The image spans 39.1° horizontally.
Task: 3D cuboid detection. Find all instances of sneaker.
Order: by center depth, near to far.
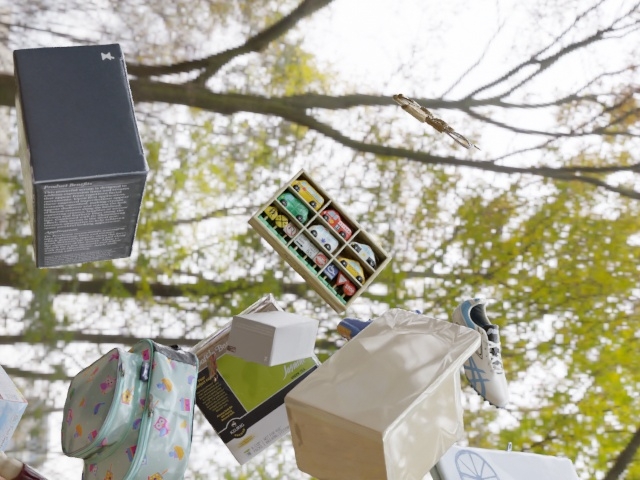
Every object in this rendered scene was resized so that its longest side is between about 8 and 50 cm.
[{"bbox_3d":[0.335,0.226,1.839,0.086,0.085,0.237,-42,-126,41],"label":"sneaker"},{"bbox_3d":[0.187,0.221,2.136,0.296,0.112,0.131,16,-108,23],"label":"sneaker"}]

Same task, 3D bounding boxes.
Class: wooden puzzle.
[{"bbox_3d":[-0.271,0.315,2.261,0.049,0.006,0.083,-44,-128,52],"label":"wooden puzzle"}]

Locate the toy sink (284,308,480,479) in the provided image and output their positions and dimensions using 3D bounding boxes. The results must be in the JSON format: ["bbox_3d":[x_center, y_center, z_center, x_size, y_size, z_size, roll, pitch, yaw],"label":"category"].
[{"bbox_3d":[0.091,0.212,1.163,0.152,0.234,0.131,13,-56,36],"label":"toy sink"}]

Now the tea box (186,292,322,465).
[{"bbox_3d":[-0.177,0.374,2.480,0.324,0.329,0.220,56,-2,-6],"label":"tea box"}]

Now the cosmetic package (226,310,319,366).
[{"bbox_3d":[-0.112,0.233,2.174,0.127,0.238,0.107,12,-89,23],"label":"cosmetic package"}]

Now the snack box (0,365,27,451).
[{"bbox_3d":[-0.680,0.339,1.785,0.207,0.070,0.175,34,-82,43],"label":"snack box"}]

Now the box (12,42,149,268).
[{"bbox_3d":[-0.494,-0.160,1.831,0.395,0.211,0.294,121,-43,-60],"label":"box"}]

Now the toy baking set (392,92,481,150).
[{"bbox_3d":[0.293,-0.294,2.288,0.030,0.256,0.197,-56,-140,8],"label":"toy baking set"}]

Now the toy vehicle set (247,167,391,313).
[{"bbox_3d":[0.000,0.000,1.835,0.166,0.267,0.035,-48,-175,-29],"label":"toy vehicle set"}]

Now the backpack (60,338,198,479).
[{"bbox_3d":[-0.238,0.233,1.129,0.166,0.144,0.188,-32,-126,38],"label":"backpack"}]

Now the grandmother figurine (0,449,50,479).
[{"bbox_3d":[-0.433,0.358,1.262,0.208,0.342,0.104,101,6,-51],"label":"grandmother figurine"}]

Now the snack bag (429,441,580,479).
[{"bbox_3d":[0.317,0.434,1.281,0.037,0.342,0.323,-50,-136,30],"label":"snack bag"}]
